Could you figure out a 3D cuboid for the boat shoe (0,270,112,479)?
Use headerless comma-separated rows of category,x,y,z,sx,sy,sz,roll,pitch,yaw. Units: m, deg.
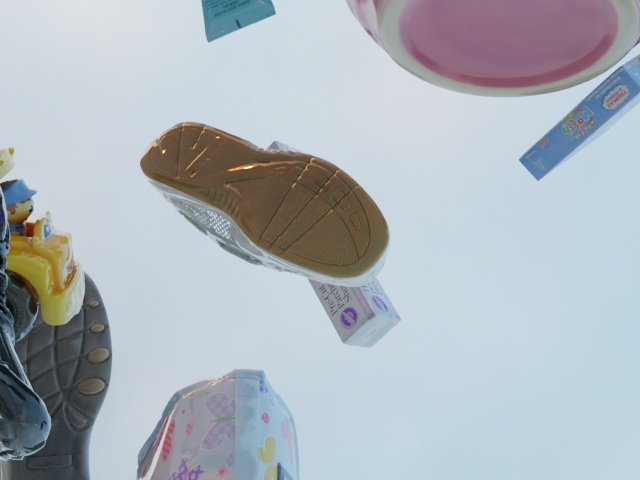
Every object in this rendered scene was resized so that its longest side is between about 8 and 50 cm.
boat shoe,-0.302,0.187,1.272,0.116,0.123,0.324,5,-92,63

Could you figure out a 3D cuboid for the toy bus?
toy bus,-0.322,-0.025,1.034,0.149,0.220,0.211,-104,-164,-77

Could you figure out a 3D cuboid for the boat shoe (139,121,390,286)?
boat shoe,-0.040,-0.021,1.036,0.277,0.098,0.096,29,-25,38

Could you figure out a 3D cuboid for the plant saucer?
plant saucer,0.181,-0.236,1.149,0.332,0.332,0.084,-18,-124,42

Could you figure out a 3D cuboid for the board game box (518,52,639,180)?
board game box,0.324,-0.154,1.314,0.039,0.211,0.160,51,-51,7

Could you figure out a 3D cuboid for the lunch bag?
lunch bag,-0.033,0.091,0.391,0.083,0.053,0.071,119,-25,-51

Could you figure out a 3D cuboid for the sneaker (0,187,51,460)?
sneaker,-0.243,0.010,0.762,0.283,0.124,0.107,43,-25,22

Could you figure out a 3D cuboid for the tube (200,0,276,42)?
tube,-0.104,-0.310,1.203,0.080,0.052,0.207,-20,-104,27

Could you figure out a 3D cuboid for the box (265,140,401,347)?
box,0.000,0.000,1.613,0.067,0.063,0.324,-44,-124,23
